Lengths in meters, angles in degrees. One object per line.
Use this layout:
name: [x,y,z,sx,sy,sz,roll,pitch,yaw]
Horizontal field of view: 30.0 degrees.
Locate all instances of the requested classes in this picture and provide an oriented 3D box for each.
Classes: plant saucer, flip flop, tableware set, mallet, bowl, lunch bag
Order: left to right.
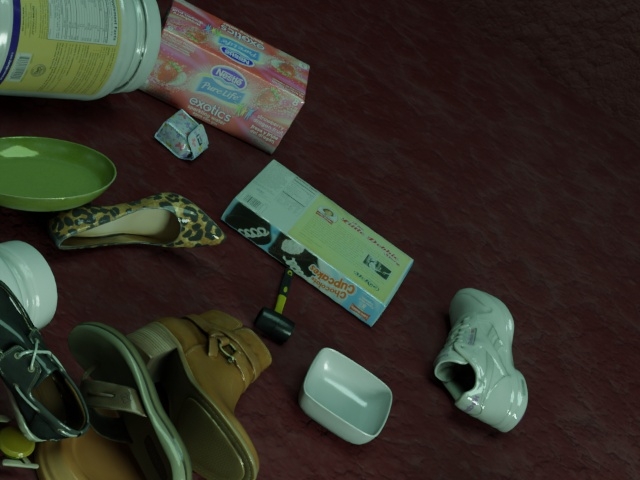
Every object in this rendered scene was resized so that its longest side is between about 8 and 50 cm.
tableware set: [-0.393,0.273,1.441,0.104,0.024,0.154,11,40,-28]
plant saucer: [-0.432,-0.098,1.815,0.241,0.037,0.241,7,24,-3]
plant saucer: [-0.264,0.284,1.528,0.200,0.037,0.200,24,33,-16]
flip flop: [-0.254,0.218,1.507,0.080,0.112,0.277,-16,61,-34]
lunch bag: [-0.244,-0.188,2.157,0.083,0.053,0.071,44,33,-3]
mallet: [-0.056,0.103,1.963,0.062,0.039,0.189,33,28,-3]
bowl: [0.033,0.246,1.834,0.142,0.053,0.142,33,32,-1]

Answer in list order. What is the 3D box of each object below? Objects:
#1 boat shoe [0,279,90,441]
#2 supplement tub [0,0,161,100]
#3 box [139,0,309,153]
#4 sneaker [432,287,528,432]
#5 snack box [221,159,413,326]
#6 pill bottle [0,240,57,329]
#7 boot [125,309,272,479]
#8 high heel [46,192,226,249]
boat shoe: [-0.348,0.141,1.433,0.084,0.079,0.233,-46,123,-44]
supplement tub: [-0.460,-0.358,2.007,0.331,0.241,0.241,-3,48,-45]
box: [-0.186,-0.315,2.291,0.300,0.142,0.154,26,34,-13]
sneaker: [0.262,0.184,2.065,0.152,0.114,0.305,20,35,-25]
snack box: [0.000,0.000,2.121,0.322,0.060,0.187,36,32,2]
pill bottle: [-0.475,0.094,1.464,0.169,0.169,0.301,45,33,16]
boot: [-0.140,0.213,1.694,0.283,0.109,0.220,39,27,21]
high heel: [-0.283,-0.006,1.835,0.261,0.093,0.186,18,31,-3]
